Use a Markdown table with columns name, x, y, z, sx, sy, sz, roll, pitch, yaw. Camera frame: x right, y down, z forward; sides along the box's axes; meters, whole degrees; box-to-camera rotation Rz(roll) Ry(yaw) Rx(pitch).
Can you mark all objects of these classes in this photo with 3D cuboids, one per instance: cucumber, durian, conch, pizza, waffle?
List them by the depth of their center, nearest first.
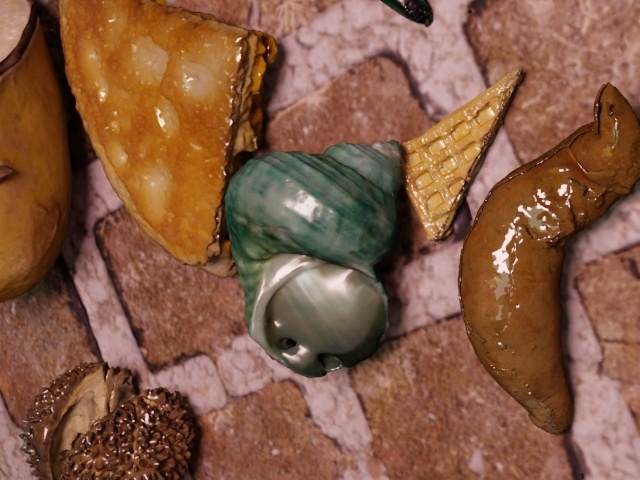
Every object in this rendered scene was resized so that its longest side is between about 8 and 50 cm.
| name | x | y | z | sx | sy | sz | roll | pitch | yaw |
| --- | --- | --- | --- | --- | --- | --- | --- | --- | --- |
| waffle | 0.137 | -0.073 | 0.841 | 0.153 | 0.023 | 0.097 | -33 | 82 | 30 |
| cucumber | 0.032 | -0.257 | 0.866 | 0.184 | 0.033 | 0.036 | 42 | 98 | 16 |
| conch | 0.002 | -0.003 | 0.868 | 0.196 | 0.134 | 0.202 | 35 | 123 | -13 |
| pizza | -0.174 | -0.123 | 0.978 | 0.268 | 0.087 | 0.257 | 25 | 114 | 25 |
| durian | -0.228 | 0.230 | 1.043 | 0.196 | 0.167 | 0.196 | 31 | 131 | 43 |

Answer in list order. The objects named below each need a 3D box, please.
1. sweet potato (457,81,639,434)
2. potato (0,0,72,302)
| name | x | y | z | sx | sy | sz | roll | pitch | yaw |
| --- | --- | --- | --- | --- | --- | --- | --- | --- | --- |
| sweet potato | 0.179 | 0.016 | 0.793 | 0.124 | 0.098 | 0.309 | 17 | 110 | 19 |
| potato | -0.422 | -0.112 | 1.048 | 0.397 | 0.290 | 0.296 | 37 | 145 | 40 |
